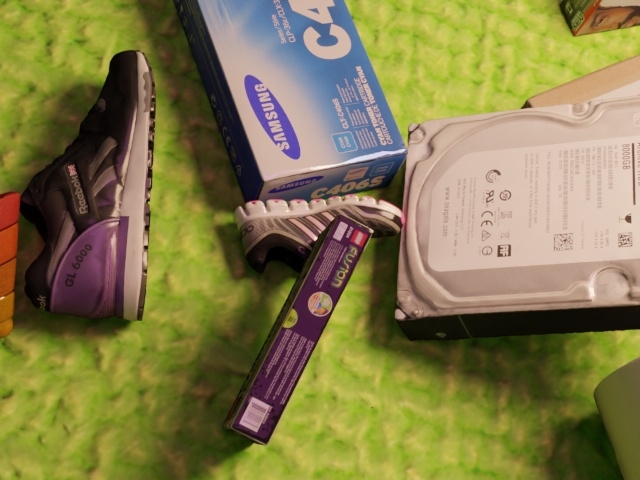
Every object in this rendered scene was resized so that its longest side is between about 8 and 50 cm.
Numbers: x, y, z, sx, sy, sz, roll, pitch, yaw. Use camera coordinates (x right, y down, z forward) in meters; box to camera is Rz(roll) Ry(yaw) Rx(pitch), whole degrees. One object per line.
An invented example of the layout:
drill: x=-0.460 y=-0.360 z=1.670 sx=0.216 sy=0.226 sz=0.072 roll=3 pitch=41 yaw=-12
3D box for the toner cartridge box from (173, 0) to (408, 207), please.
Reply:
toner cartridge box: x=-0.048 y=-0.209 z=1.218 sx=0.165 sy=0.075 sz=0.348 roll=-13 pitch=68 yaw=-21

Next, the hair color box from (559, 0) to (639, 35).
hair color box: x=0.388 y=-0.306 z=1.388 sx=0.167 sy=0.093 sz=0.053 roll=-12 pitch=67 yaw=-21

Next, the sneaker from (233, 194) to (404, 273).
sneaker: x=0.000 y=0.000 z=1.128 sx=0.170 sy=0.063 sz=0.075 roll=-2 pitch=69 yaw=-4

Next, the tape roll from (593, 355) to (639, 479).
tape roll: x=0.398 y=0.178 z=1.054 sx=0.246 sy=0.246 sz=0.169 roll=-7 pitch=67 yaw=-20

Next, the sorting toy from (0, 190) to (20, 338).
sorting toy: x=-0.410 y=0.075 z=0.969 sx=0.365 sy=0.127 sz=0.126 roll=-24 pitch=102 yaw=-23

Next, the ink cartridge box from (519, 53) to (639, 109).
ink cartridge box: x=0.345 y=-0.074 z=1.259 sx=0.193 sy=0.088 sz=0.235 roll=-24 pitch=72 yaw=-25

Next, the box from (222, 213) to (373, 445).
box: x=-0.023 y=0.082 z=1.019 sx=0.036 sy=0.114 sz=0.207 roll=28 pitch=78 yaw=-3

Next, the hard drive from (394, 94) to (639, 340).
hard drive: x=0.246 y=-0.026 z=1.117 sx=0.338 sy=0.064 sz=0.237 roll=-4 pitch=60 yaw=20

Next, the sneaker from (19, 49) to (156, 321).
sneaker: x=-0.221 y=-0.064 z=1.079 sx=0.124 sy=0.107 sz=0.283 roll=3 pitch=63 yaw=-8
